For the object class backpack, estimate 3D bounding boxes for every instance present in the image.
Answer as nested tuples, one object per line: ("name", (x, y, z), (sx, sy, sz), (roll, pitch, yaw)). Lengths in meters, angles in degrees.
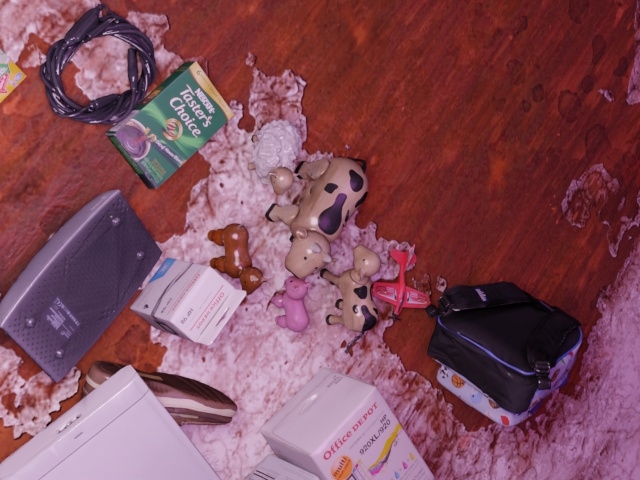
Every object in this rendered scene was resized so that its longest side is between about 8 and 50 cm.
("backpack", (0.367, 0.212, 1.808), (0.263, 0.276, 0.213), (-24, 138, -39))

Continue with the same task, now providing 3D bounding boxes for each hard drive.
("hard drive", (-0.350, 0.061, 1.360), (0.254, 0.054, 0.172), (-54, 144, -23))
("hard drive", (-0.286, 0.381, 1.417), (0.233, 0.047, 0.353), (-39, 126, -14))

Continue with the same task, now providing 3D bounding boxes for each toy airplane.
("toy airplane", (0.151, 0.079, 1.772), (0.151, 0.028, 0.151), (-4, 97, -37))

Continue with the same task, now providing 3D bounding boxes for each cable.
("cable", (-0.328, -0.247, 1.392), (0.150, 0.047, 0.184), (47, 65, -35))

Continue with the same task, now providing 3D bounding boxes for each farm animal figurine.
("farm animal figurine", (0.000, 0.000, 1.567), (0.330, 0.172, 0.326), (24, 81, -35))

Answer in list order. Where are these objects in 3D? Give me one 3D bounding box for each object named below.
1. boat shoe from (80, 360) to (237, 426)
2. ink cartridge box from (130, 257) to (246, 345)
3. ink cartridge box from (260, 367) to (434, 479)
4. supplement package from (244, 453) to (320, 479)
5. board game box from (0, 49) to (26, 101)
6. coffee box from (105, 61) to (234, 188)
("boat shoe", (-0.257, 0.261, 1.470), (0.258, 0.095, 0.095), (20, 97, -29))
("ink cartridge box", (-0.202, 0.090, 1.425), (0.060, 0.180, 0.104), (45, 69, -30))
("ink cartridge box", (0.047, 0.373, 1.639), (0.171, 0.168, 0.232), (-43, 116, -24))
("supplement package", (-0.070, 0.514, 1.582), (0.203, 0.149, 0.194), (-44, 117, -25))
("board game box", (-0.494, -0.209, 1.281), (0.103, 0.026, 0.154), (48, 68, -28))
("coffee box", (-0.232, -0.182, 1.463), (0.184, 0.040, 0.113), (-46, 118, -23))
